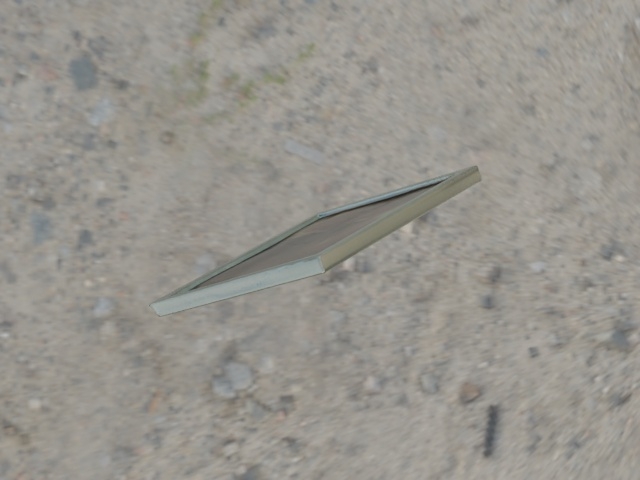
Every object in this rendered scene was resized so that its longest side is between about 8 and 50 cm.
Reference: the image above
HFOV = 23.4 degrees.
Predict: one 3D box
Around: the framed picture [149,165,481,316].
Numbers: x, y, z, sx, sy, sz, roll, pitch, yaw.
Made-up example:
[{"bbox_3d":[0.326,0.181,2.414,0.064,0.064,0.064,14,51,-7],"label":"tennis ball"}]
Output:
[{"bbox_3d":[0.000,0.000,1.476,0.211,0.289,0.020,-16,99,38],"label":"framed picture"}]
